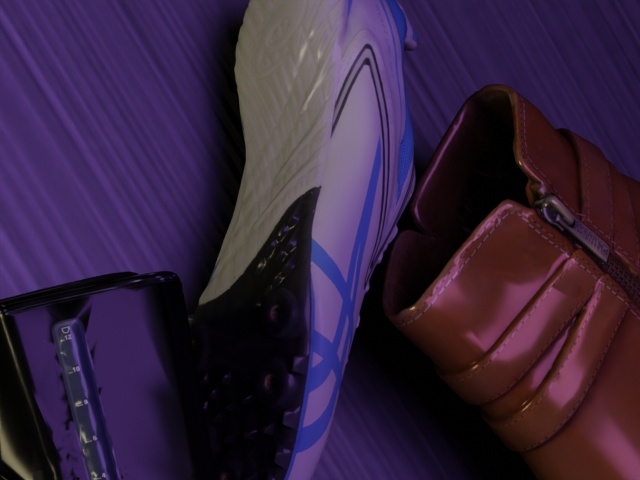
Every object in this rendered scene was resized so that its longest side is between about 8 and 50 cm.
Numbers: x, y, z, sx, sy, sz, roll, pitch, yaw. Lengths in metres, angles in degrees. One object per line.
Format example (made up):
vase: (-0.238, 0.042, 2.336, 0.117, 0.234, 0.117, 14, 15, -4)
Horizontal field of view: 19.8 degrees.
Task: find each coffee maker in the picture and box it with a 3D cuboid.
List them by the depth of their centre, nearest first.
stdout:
coffee maker: (-0.072, 0.106, 0.654, 0.171, 0.120, 0.178, -8, 82, -42)

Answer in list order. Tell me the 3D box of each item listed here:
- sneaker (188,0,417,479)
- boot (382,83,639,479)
sneaker: (0.000, 0.000, 0.749, 0.086, 0.085, 0.237, 21, 70, -37)
boot: (0.115, 0.087, 0.769, 0.220, 0.109, 0.283, 40, 53, -31)
